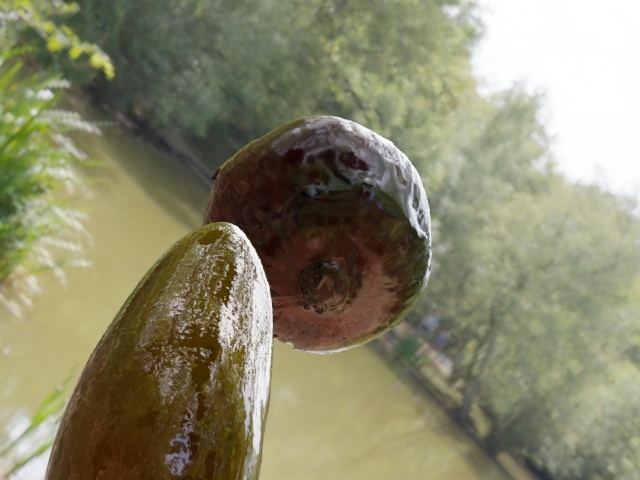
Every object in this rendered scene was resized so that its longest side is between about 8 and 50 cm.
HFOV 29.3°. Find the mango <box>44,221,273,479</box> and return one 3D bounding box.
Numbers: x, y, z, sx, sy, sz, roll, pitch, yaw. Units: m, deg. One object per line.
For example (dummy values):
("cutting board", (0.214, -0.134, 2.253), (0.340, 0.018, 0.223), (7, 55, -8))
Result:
("mango", (-0.082, 0.095, 0.689), (0.113, 0.253, 0.138), (12, -32, 6))

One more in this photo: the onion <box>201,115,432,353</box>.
("onion", (0.000, 0.000, 1.250), (0.246, 0.246, 0.190), (45, 13, -24))
